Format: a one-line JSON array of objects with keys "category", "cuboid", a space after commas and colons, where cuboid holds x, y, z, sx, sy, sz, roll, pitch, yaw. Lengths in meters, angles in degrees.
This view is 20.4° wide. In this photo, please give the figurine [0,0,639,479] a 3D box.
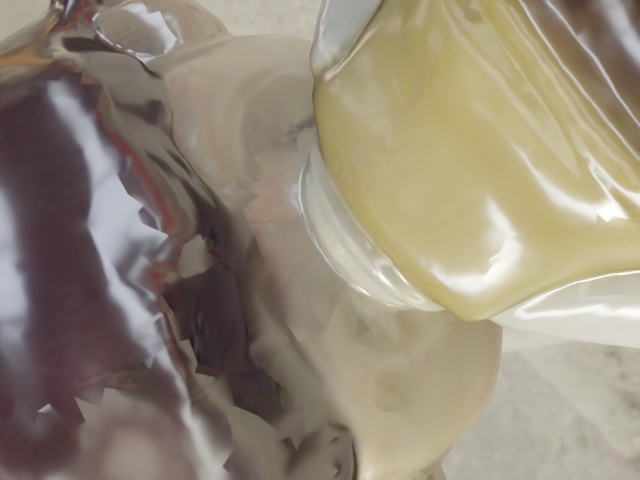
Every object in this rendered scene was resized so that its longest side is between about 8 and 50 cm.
[{"category": "figurine", "cuboid": [0.008, -0.012, 0.506, 0.365, 0.206, 0.218, -35, 103, 22]}]
